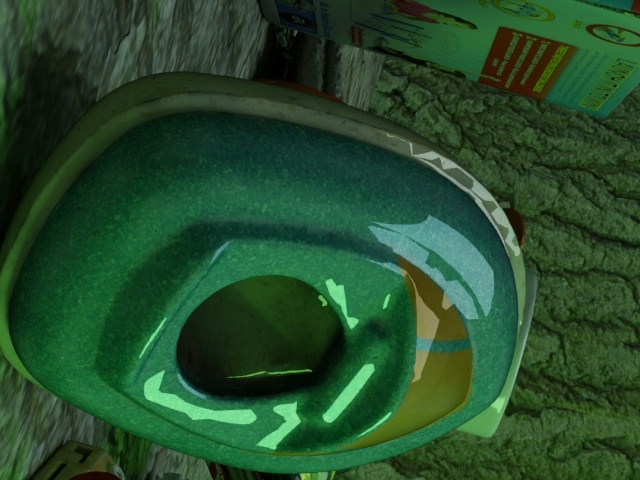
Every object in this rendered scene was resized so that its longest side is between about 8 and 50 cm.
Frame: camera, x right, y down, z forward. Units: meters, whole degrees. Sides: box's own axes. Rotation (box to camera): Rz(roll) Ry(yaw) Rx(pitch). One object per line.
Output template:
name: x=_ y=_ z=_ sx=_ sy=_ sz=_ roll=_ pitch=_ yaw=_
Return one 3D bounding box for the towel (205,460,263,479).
towel: x=-0.058 y=0.233 z=1.066 sx=0.237 sy=0.037 sz=0.329 roll=96 pitch=-28 yaw=-67

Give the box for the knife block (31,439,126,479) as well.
knife block: x=-0.176 y=0.295 z=0.810 sx=0.276 sy=0.242 sz=0.088 roll=60 pitch=9 yaw=-6

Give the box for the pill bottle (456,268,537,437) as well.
pill bottle: x=-0.005 y=0.032 z=0.781 sx=0.136 sy=0.245 sz=0.136 roll=16 pitch=90 yaw=-87

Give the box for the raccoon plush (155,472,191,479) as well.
raccoon plush: x=-0.068 y=0.406 z=1.086 sx=0.216 sy=0.299 sz=0.447 roll=100 pitch=7 yaw=-58

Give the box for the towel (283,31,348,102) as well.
towel: x=-0.013 y=-0.117 z=1.260 sx=0.187 sy=0.049 sz=0.282 roll=107 pitch=-10 yaw=-49

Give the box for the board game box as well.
board game box: x=0.101 y=-0.197 z=0.978 sx=0.308 sy=0.301 sz=0.086 roll=71 pitch=35 yaw=-85

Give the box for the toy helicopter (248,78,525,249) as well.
toy helicopter: x=0.000 y=0.000 z=1.040 sx=0.355 sy=0.234 sz=0.140 roll=162 pitch=-58 yaw=-70

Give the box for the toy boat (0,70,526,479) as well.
toy boat: x=-0.040 y=0.085 z=0.623 sx=0.318 sy=0.267 sz=0.148 roll=-58 pitch=-145 yaw=24

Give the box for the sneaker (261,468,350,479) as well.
sneaker: x=-0.011 y=0.124 z=1.060 sx=0.300 sy=0.121 sz=0.111 roll=-145 pitch=-142 yaw=-72

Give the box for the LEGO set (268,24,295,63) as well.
LEGO set: x=-0.035 y=-0.196 z=1.190 sx=0.054 sy=0.023 sz=0.083 roll=-71 pitch=163 yaw=-70
